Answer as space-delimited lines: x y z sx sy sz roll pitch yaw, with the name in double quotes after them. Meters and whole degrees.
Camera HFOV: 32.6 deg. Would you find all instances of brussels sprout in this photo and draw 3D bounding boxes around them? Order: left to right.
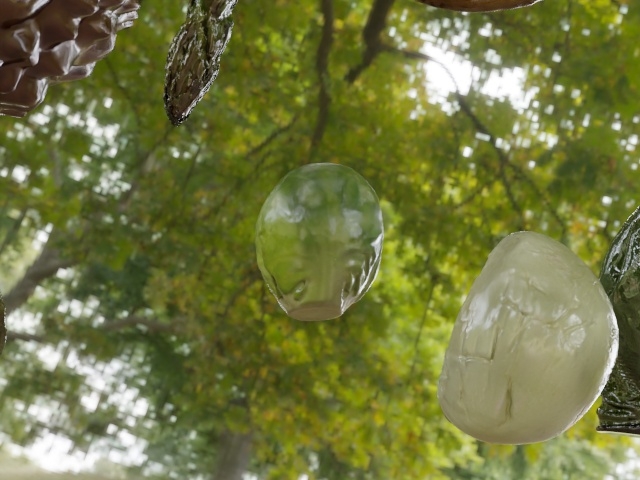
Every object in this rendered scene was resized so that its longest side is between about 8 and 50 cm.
0.003 -0.001 1.062 0.118 0.155 0.155 -6 -27 25 "brussels sprout"

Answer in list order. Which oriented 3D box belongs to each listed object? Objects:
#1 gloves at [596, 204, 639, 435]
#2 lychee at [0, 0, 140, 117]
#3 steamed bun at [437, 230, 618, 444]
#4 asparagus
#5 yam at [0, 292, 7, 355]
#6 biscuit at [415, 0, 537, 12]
0.330 0.069 1.103 0.107 0.268 0.135 18 -1 40 "gloves"
-0.191 -0.172 0.437 0.276 0.304 0.275 7 -50 9 "lychee"
0.129 0.065 0.657 0.091 0.130 0.112 25 0 23 "steamed bun"
-0.058 -0.144 0.637 0.030 0.165 0.036 21 2 26 "asparagus"
-0.407 0.025 1.064 0.161 0.161 0.268 34 11 -41 "yam"
0.131 -0.279 0.906 0.220 0.220 0.066 12 -27 20 "biscuit"
